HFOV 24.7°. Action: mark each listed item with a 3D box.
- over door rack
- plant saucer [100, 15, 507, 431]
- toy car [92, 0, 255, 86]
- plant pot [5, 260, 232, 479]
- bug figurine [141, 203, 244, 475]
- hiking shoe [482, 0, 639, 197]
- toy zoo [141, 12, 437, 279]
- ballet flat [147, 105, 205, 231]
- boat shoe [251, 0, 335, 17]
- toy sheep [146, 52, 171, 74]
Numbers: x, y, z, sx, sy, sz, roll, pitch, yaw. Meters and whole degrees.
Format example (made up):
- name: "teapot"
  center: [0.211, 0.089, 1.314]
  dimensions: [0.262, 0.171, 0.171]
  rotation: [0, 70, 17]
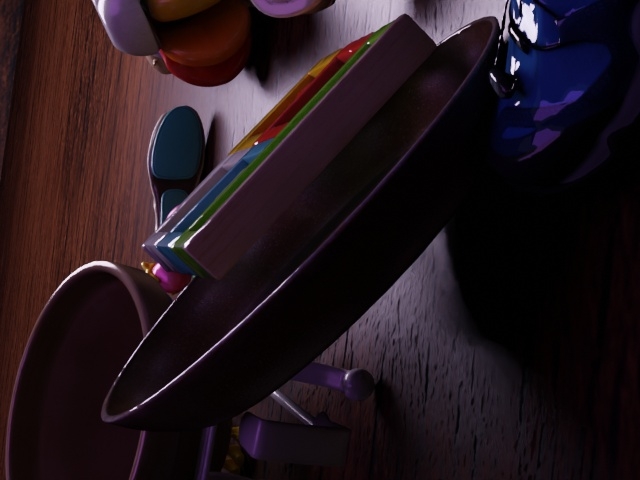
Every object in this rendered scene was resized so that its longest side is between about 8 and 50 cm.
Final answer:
- name: "over door rack"
  center: [-0.030, 0.198, 0.912]
  dimensions: [0.324, 0.108, 0.239]
  rotation: [-142, 62, -81]
- name: "plant saucer"
  center: [0.000, 0.000, 0.821]
  dimensions: [0.310, 0.050, 0.310]
  rotation: [-44, 8, 8]
- name: "toy car"
  center: [-0.116, -0.210, 1.330]
  dimensions: [0.136, 0.159, 0.182]
  rotation: [66, 175, -28]
- name: "plant pot"
  center: [-0.145, 0.142, 1.127]
  dimensions: [0.237, 0.110, 0.237]
  rotation: [-24, 59, 48]
- name: "bug figurine"
  center: [-0.121, 0.084, 1.292]
  dimensions: [0.279, 0.072, 0.216]
  rotation: [-125, 46, -63]
- name: "hiking shoe"
  center: [0.110, -0.167, 0.650]
  dimensions: [0.113, 0.132, 0.304]
  rotation: [-122, 44, -61]
- name: "toy zoo"
  center: [-0.036, -0.055, 0.978]
  dimensions: [0.192, 0.030, 0.293]
  rotation: [-47, 9, -8]
- name: "ballet flat"
  center: [-0.146, -0.050, 1.443]
  dimensions: [0.052, 0.057, 0.168]
  rotation: [126, 148, -71]
- name: "boat shoe"
  center: [0.010, -0.316, 1.047]
  dimensions: [0.117, 0.097, 0.324]
  rotation: [5, 91, 30]
- name: "toy sheep"
  center: [-0.143, -0.226, 1.450]
  dimensions: [0.091, 0.091, 0.132]
  rotation: [-117, 40, -59]
